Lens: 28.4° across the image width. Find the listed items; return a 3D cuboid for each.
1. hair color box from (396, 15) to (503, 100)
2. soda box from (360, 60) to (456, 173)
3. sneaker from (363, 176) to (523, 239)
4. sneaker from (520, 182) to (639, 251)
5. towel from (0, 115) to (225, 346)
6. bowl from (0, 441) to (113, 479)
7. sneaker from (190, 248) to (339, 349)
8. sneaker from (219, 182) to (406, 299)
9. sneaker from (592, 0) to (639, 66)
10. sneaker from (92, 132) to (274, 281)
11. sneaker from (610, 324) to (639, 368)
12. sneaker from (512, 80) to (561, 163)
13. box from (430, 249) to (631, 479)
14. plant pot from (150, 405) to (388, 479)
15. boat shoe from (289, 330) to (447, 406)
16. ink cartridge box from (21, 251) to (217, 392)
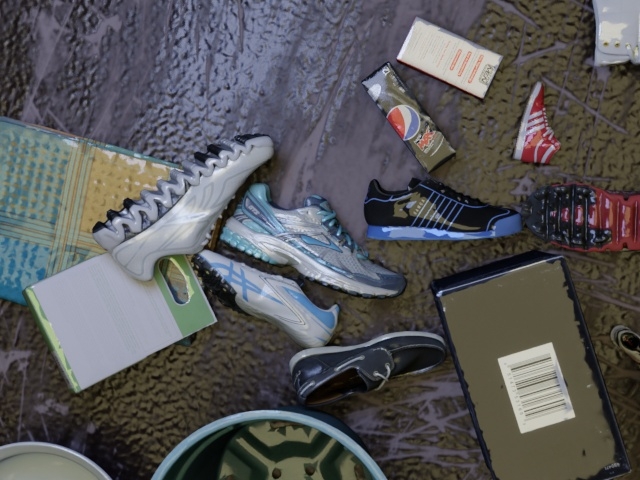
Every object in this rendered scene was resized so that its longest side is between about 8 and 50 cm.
[{"bbox_3d":[0.189,-0.266,1.856,0.141,0.043,0.072,26,93,5],"label":"hair color box"},{"bbox_3d":[0.129,-0.179,1.854,0.053,0.060,0.169,-37,89,5],"label":"soda box"},{"bbox_3d":[0.179,-0.048,1.844,0.232,0.081,0.090,-1,96,5],"label":"sneaker"},{"bbox_3d":[0.430,-0.027,1.810,0.276,0.135,0.097,4,88,21],"label":"sneaker"},{"bbox_3d":[-0.341,-0.012,1.909,0.370,0.040,0.271,15,94,2],"label":"towel"},{"bbox_3d":[-0.408,0.433,1.876,0.298,0.134,0.297,0,91,4],"label":"bowl"},{"bbox_3d":[-0.082,0.076,1.868,0.237,0.085,0.086,31,67,-4],"label":"sneaker"},{"bbox_3d":[0.000,0.000,1.847,0.283,0.110,0.122,21,90,4],"label":"sneaker"},{"bbox_3d":[0.482,-0.255,1.812,0.169,0.108,0.292,-19,86,12],"label":"sneaker"},{"bbox_3d":[-0.183,-0.053,1.835,0.292,0.110,0.118,-34,104,-2],"label":"sneaker"},{"bbox_3d":[0.471,0.166,1.845,0.109,0.044,0.040,35,92,1],"label":"sneaker"},{"bbox_3d":[0.326,-0.169,1.848,0.067,0.042,0.118,14,100,8],"label":"sneaker"},{"bbox_3d":[0.278,0.175,1.735,0.183,0.294,0.296,-17,90,3],"label":"box"},{"bbox_3d":[-0.050,0.376,1.747,0.341,0.334,0.341,0,92,5],"label":"plant pot"},{"bbox_3d":[0.075,0.192,1.842,0.233,0.079,0.084,-10,129,-5],"label":"boat shoe"},{"bbox_3d":[-0.296,0.098,1.867,0.235,0.056,0.171,-26,92,-21],"label":"ink cartridge box"}]
